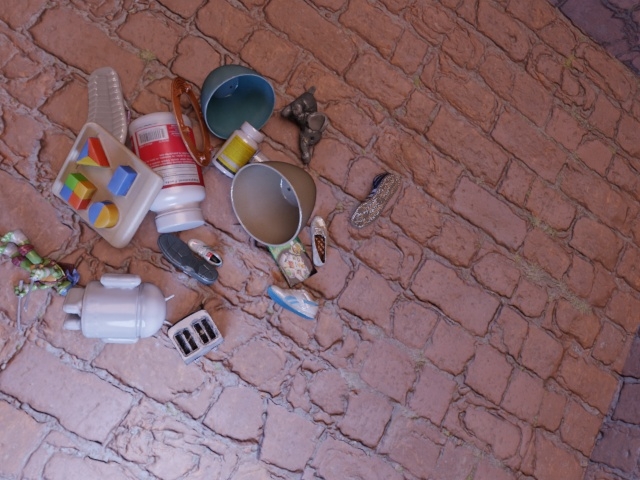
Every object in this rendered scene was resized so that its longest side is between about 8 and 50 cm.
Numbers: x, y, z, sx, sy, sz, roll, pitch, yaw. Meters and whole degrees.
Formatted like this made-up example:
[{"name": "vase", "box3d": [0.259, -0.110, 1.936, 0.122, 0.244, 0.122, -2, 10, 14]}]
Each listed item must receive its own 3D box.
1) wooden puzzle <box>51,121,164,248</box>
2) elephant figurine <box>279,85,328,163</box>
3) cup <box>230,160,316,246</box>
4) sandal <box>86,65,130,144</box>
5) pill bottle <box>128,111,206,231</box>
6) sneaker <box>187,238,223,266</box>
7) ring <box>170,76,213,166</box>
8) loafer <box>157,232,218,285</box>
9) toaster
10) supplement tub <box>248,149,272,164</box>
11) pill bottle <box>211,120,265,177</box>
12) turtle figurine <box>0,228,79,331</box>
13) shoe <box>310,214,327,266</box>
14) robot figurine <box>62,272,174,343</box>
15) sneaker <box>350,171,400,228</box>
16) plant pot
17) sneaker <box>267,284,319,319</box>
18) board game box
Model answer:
[{"name": "wooden puzzle", "box3d": [-0.758, -0.189, 1.691, 0.348, 0.080, 0.322, 38, 106, 6]}, {"name": "elephant figurine", "box3d": [-0.046, -0.485, 2.052, 0.239, 0.186, 0.169, 52, 28, -16]}, {"name": "cup", "box3d": [-0.149, -0.174, 1.902, 0.331, 0.331, 0.237, 57, 41, -4]}, {"name": "sandal", "box3d": [-0.780, -0.457, 1.817, 0.170, 0.102, 0.416, -9, 74, 11]}, {"name": "pill bottle", "box3d": [-0.556, -0.245, 1.801, 0.229, 0.229, 0.407, -12, 87, -19]}, {"name": "sneaker", "box3d": [-0.440, 0.045, 1.879, 0.161, 0.075, 0.057, 40, 73, -9]}, {"name": "ring", "box3d": [-0.467, -0.439, 1.808, 0.032, 0.336, 0.336, -13, 86, 6]}, {"name": "loafer", "box3d": [-0.514, 0.084, 1.850, 0.267, 0.084, 0.096, 39, 50, -6]}, {"name": "toaster", "box3d": [-0.467, 0.350, 1.813, 0.168, 0.110, 0.185, -30, 92, -20]}, {"name": "supplement tub", "box3d": [-0.240, -0.315, 1.993, 0.107, 0.071, 0.071, 41, 73, -10]}, {"name": "pill bottle", "box3d": [-0.321, -0.358, 1.913, 0.119, 0.119, 0.208, 40, 97, -9]}, {"name": "turtle figurine", "box3d": [-0.995, 0.116, 1.634, 0.275, 0.198, 0.266, -42, 92, -22]}, {"name": "shoe", "box3d": [0.000, 0.000, 2.033, 0.077, 0.058, 0.218, 0, 83, -18]}, {"name": "robot figurine", "box3d": [-0.700, 0.242, 1.707, 0.354, 0.199, 0.299, 3, 123, -17]}, {"name": "sneaker", "box3d": [0.234, -0.180, 2.122, 0.099, 0.153, 0.282, 37, 104, -12]}, {"name": "plant pot", "box3d": [-0.349, -0.572, 1.910, 0.290, 0.290, 0.195, -23, 57, -19]}, {"name": "sneaker", "box3d": [-0.109, 0.232, 1.961, 0.229, 0.087, 0.092, 32, 68, -18]}, {"name": "board game box", "box3d": [-0.130, 0.051, 2.002, 0.136, 0.030, 0.259, -29, 92, -17]}]
